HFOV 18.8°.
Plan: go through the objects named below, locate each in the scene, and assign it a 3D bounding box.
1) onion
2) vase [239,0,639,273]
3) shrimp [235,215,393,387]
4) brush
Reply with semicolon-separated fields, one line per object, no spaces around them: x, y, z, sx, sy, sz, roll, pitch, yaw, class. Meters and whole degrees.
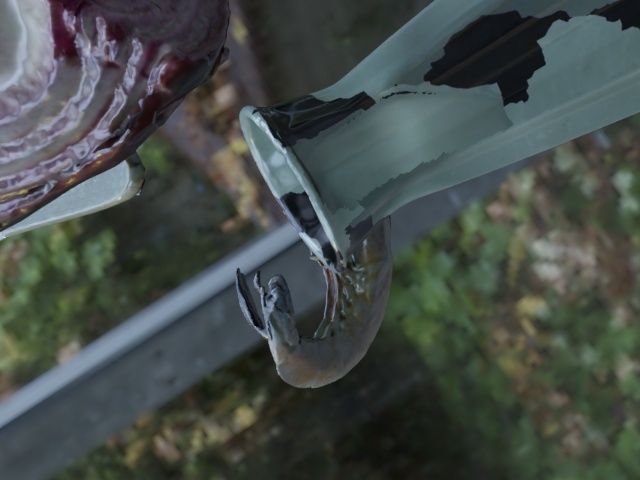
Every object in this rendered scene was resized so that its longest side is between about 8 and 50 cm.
-0.174;-0.117;0.793;0.216;0.207;0.206;39;-150;-27;onion
0.132;-0.120;1.175;0.165;0.360;0.165;57;171;14;vase
0.000;0.000;1.359;0.046;0.152;0.219;16;110;36;shrimp
-0.246;-0.018;1.456;0.336;0.020;0.085;-19;83;42;brush
